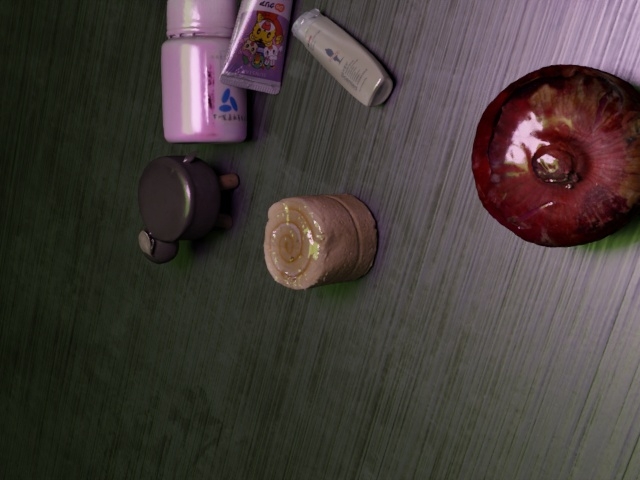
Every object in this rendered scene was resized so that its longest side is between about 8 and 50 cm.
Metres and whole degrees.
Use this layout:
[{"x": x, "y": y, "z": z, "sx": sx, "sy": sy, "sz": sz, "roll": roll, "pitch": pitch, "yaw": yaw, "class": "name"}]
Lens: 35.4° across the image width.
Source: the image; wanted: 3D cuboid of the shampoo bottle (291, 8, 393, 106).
[{"x": 0.034, "y": -0.297, "z": 1.624, "sx": 0.212, "sy": 0.049, "sz": 0.072, "roll": 45, "pitch": 126, "yaw": 31, "class": "shampoo bottle"}]

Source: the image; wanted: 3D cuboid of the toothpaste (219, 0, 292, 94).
[{"x": -0.090, "y": -0.403, "z": 1.702, "sx": 0.073, "sy": 0.114, "sz": 0.299, "roll": 31, "pitch": 111, "yaw": 58, "class": "toothpaste"}]

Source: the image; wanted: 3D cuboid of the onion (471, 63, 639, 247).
[{"x": 0.314, "y": -0.108, "z": 1.290, "sx": 0.246, "sy": 0.190, "sz": 0.246, "roll": 3, "pitch": 97, "yaw": 24, "class": "onion"}]

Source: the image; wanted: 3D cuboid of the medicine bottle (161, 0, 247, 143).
[{"x": -0.206, "y": -0.299, "z": 1.777, "sx": 0.152, "sy": 0.152, "sz": 0.254, "roll": 4, "pitch": 95, "yaw": 42, "class": "medicine bottle"}]

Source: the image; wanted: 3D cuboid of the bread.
[{"x": 0.000, "y": 0.000, "z": 1.618, "sx": 0.134, "sy": 0.141, "sz": 0.148, "roll": -1, "pitch": 94, "yaw": 44, "class": "bread"}]

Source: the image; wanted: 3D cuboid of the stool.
[{"x": -0.255, "y": -0.066, "z": 1.849, "sx": 0.228, "sy": 0.139, "sz": 0.153, "roll": -40, "pitch": 66, "yaw": 38, "class": "stool"}]
